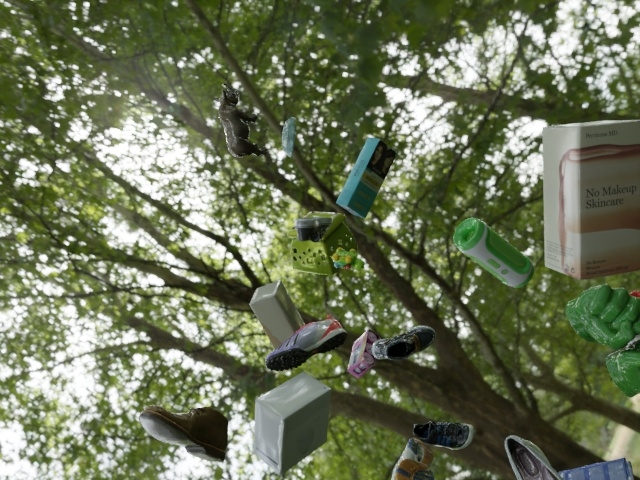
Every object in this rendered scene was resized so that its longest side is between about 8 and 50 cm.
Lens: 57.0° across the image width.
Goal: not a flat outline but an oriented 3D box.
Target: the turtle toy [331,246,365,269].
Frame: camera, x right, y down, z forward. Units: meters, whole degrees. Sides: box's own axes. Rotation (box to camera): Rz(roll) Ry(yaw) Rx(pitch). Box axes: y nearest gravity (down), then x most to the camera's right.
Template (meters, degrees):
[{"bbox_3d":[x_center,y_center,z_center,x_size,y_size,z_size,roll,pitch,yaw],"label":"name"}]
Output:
[{"bbox_3d":[0.102,0.074,2.191,0.095,0.130,0.066,-52,-33,-65],"label":"turtle toy"}]

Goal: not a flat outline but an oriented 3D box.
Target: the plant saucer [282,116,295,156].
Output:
[{"bbox_3d":[-0.097,-0.311,1.765,0.021,0.119,0.120,2,-65,-14],"label":"plant saucer"}]

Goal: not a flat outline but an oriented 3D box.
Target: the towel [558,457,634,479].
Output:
[{"bbox_3d":[0.723,0.715,1.510,0.034,0.209,0.285,37,-139,-26],"label":"towel"}]

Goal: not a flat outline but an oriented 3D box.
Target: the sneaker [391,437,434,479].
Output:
[{"bbox_3d":[0.263,0.703,1.728,0.131,0.111,0.296,-63,-15,13],"label":"sneaker"}]

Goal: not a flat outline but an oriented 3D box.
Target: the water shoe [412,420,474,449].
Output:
[{"bbox_3d":[0.357,0.571,1.735,0.080,0.203,0.073,30,-125,-26],"label":"water shoe"}]

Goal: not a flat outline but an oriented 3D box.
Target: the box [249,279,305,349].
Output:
[{"bbox_3d":[-0.159,0.337,2.438,0.311,0.121,0.148,64,-163,-17],"label":"box"}]

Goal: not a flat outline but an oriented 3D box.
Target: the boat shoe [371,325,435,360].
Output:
[{"bbox_3d":[0.225,0.262,1.474,0.183,0.083,0.065,-13,-89,-21],"label":"boat shoe"}]

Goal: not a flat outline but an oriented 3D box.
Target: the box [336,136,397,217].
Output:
[{"bbox_3d":[0.152,-0.204,1.921,0.100,0.060,0.244,30,-95,-40],"label":"box"}]

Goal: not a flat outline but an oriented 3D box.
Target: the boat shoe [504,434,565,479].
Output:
[{"bbox_3d":[0.560,0.624,1.440,0.118,0.320,0.103,-38,-48,12],"label":"boat shoe"}]

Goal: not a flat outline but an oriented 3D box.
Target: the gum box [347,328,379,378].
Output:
[{"bbox_3d":[0.176,0.465,2.407,0.107,0.062,0.188,-49,10,31],"label":"gum box"}]

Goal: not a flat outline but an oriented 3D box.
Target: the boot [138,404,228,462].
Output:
[{"bbox_3d":[-0.345,0.471,1.520,0.305,0.112,0.115,49,-136,-43],"label":"boot"}]

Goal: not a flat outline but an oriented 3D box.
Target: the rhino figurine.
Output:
[{"bbox_3d":[-0.241,-0.346,1.698,0.106,0.073,0.244,-11,-102,-38],"label":"rhino figurine"}]

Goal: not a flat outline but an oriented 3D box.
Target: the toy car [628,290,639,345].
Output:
[{"bbox_3d":[0.873,0.209,1.648,0.136,0.182,0.159,-50,14,19],"label":"toy car"}]

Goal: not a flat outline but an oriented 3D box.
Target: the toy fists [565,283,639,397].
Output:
[{"bbox_3d":[0.661,0.218,1.268,0.096,0.279,0.142,-33,-5,-43],"label":"toy fists"}]

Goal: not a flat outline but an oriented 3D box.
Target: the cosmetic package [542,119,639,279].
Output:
[{"bbox_3d":[0.543,-0.086,1.176,0.153,0.129,0.297,-9,-78,-10],"label":"cosmetic package"}]

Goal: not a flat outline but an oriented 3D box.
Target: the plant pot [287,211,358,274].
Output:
[{"bbox_3d":[0.000,0.000,2.564,0.228,0.227,0.207,-44,-51,-43],"label":"plant pot"}]

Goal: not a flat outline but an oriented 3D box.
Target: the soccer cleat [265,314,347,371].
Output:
[{"bbox_3d":[-0.064,0.362,2.086,0.318,0.116,0.109,-20,-40,-23],"label":"soccer cleat"}]

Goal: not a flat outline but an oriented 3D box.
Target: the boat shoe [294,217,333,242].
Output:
[{"bbox_3d":[-0.018,-0.031,1.783,0.228,0.080,0.076,-15,-75,-75],"label":"boat shoe"}]

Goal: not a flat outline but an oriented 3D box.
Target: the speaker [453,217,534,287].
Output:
[{"bbox_3d":[0.585,0.044,1.985,0.296,0.131,0.131,33,-100,-25],"label":"speaker"}]

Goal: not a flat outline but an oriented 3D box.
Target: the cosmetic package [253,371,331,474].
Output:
[{"bbox_3d":[-0.092,0.589,1.922,0.224,0.138,0.225,-20,-56,-45],"label":"cosmetic package"}]
